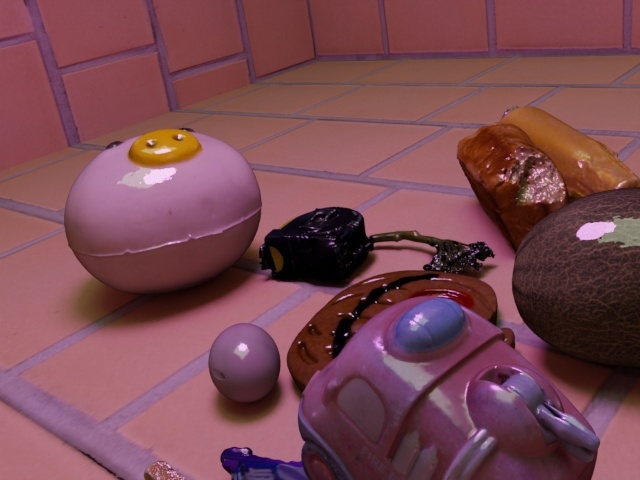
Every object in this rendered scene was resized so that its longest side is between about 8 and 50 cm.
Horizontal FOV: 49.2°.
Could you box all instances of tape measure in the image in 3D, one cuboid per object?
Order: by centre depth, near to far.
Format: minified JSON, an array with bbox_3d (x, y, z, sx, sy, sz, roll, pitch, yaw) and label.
[{"bbox_3d":[0.000,0.000,1.356,0.198,0.112,0.186,5,25,28],"label":"tape measure"}]

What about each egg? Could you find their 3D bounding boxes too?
[{"bbox_3d":[-0.109,0.173,0.999,0.103,0.103,0.135,-12,22,-6],"label":"egg"}]

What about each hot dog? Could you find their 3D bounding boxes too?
[{"bbox_3d":[-0.173,0.299,0.825,0.090,0.034,0.030,29,29,29],"label":"hot dog"}]

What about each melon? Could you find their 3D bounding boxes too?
[{"bbox_3d":[0.407,0.047,0.918,0.301,0.238,0.237,-3,24,18],"label":"melon"}]

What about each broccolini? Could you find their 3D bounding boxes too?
[{"bbox_3d":[0.180,0.026,1.303,0.123,0.062,0.271,-19,20,-40],"label":"broccolini"}]

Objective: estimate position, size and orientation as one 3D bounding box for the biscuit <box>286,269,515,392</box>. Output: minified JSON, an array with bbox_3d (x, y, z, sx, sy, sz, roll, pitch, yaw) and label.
[{"bbox_3d":[0.131,0.137,1.048,0.313,0.063,0.367,4,26,32],"label":"biscuit"}]

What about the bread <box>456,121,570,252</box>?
[{"bbox_3d":[0.383,-0.117,1.374,0.148,0.195,0.344,-27,21,9],"label":"bread"}]

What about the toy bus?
[{"bbox_3d":[0.123,0.178,0.679,0.197,0.232,0.294,-25,52,-34],"label":"toy bus"}]

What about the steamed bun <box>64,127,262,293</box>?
[{"bbox_3d":[-0.299,-0.055,1.347,0.373,0.334,0.334,-16,23,-28],"label":"steamed bun"}]

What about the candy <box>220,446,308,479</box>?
[{"bbox_3d":[-0.038,0.302,0.727,0.145,0.070,0.275,-2,21,-4],"label":"candy"}]

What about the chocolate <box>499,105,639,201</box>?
[{"bbox_3d":[0.532,-0.156,1.492,0.162,0.162,0.445,-13,28,-9],"label":"chocolate"}]
